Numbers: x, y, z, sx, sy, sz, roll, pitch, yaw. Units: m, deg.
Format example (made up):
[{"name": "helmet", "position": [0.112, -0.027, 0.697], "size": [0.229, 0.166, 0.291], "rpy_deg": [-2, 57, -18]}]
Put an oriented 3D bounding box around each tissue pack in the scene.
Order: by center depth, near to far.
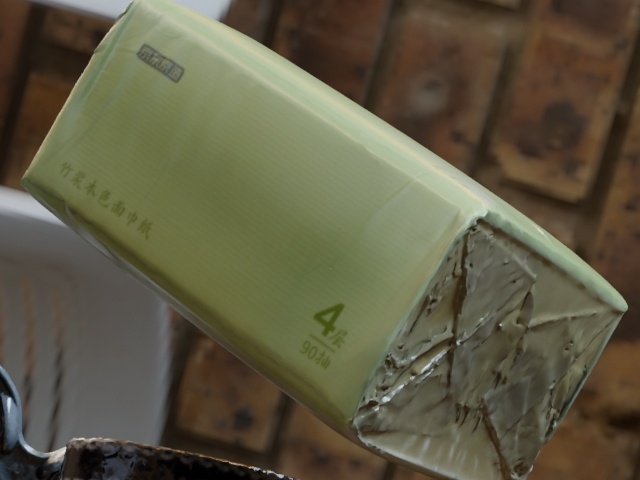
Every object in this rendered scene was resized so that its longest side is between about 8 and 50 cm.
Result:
[{"name": "tissue pack", "position": [0.000, 0.000, 0.903], "size": [0.125, 0.234, 0.159], "rpy_deg": [-57, 143, 2]}]

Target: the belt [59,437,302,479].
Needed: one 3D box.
[{"name": "belt", "position": [0.026, 0.175, 1.004], "size": [0.126, 0.360, 0.094], "rpy_deg": [5, -100, 63]}]

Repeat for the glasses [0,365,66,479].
[{"name": "glasses", "position": [-0.207, 0.171, 1.215], "size": [0.118, 0.234, 0.268], "rpy_deg": [-54, -176, 8]}]
